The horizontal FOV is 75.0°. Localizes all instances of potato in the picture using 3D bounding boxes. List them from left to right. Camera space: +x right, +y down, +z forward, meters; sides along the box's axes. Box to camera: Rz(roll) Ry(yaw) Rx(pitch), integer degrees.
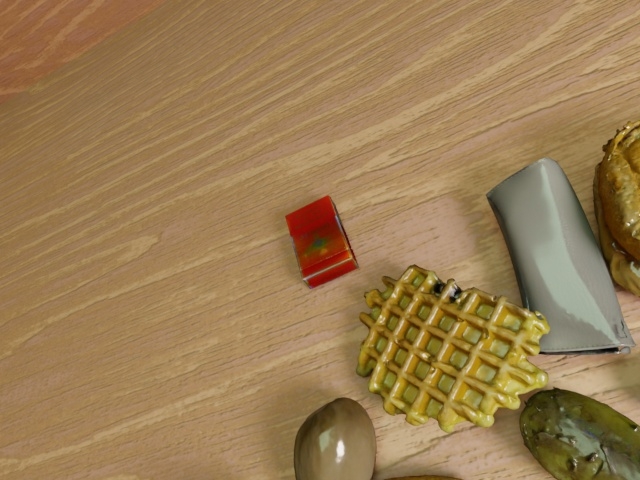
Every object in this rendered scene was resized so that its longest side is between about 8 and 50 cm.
[{"bbox_3d":[0.357,0.270,0.507,0.226,0.090,0.117,32,80,37],"label":"potato"}]

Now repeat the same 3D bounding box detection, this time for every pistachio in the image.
[{"bbox_3d":[0.020,0.334,0.634,0.126,0.108,0.185,12,73,-1],"label":"pistachio"}]

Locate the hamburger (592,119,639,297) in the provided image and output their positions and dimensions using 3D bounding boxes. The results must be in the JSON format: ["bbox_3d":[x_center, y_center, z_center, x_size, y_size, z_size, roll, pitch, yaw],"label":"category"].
[{"bbox_3d":[0.542,-0.052,0.558,0.319,0.158,0.318,-13,57,21],"label":"hamburger"}]

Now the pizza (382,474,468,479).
[{"bbox_3d":[0.126,0.460,0.525,0.189,0.071,0.296,-4,62,24],"label":"pizza"}]

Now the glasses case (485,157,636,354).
[{"bbox_3d":[0.359,0.029,0.648,0.128,0.083,0.308,-20,60,30],"label":"glasses case"}]

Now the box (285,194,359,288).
[{"bbox_3d":[0.000,0.001,0.866,0.112,0.048,0.175,-24,54,10],"label":"box"}]

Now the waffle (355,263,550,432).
[{"bbox_3d":[0.181,0.148,0.655,0.310,0.065,0.283,-25,50,23],"label":"waffle"}]
